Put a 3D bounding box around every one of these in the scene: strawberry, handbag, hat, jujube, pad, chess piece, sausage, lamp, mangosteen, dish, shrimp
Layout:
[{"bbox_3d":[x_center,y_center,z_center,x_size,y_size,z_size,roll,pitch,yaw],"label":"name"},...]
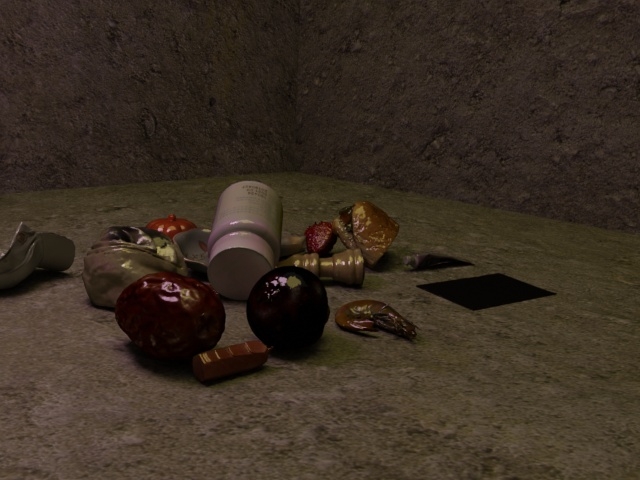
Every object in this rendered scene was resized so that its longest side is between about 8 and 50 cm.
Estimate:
[{"bbox_3d":[0.005,0.000,2.313,0.131,0.131,0.148,-3,37,-24],"label":"strawberry"},{"bbox_3d":[-0.147,0.019,2.266,0.173,0.095,0.117,-2,-3,-43],"label":"handbag"},{"bbox_3d":[-0.863,0.071,1.851,0.258,0.168,0.301,-12,-19,28],"label":"hat"},{"bbox_3d":[-0.332,0.166,1.410,0.290,0.197,0.197,7,13,41],"label":"jujube"},{"bbox_3d":[0.517,0.154,2.010,0.368,0.007,0.248,-5,15,-32],"label":"pad"},{"bbox_3d":[-0.024,0.084,1.993,0.307,0.124,0.138,-2,45,-4],"label":"chess piece"},{"bbox_3d":[-0.180,0.248,1.351,0.169,0.065,0.065,-7,17,-38],"label":"sausage"},{"bbox_3d":[-0.493,-0.007,2.132,0.188,0.163,0.187,4,11,-1],"label":"lamp"},{"bbox_3d":[-0.071,0.160,1.496,0.210,0.209,0.210,3,14,-1],"label":"mangosteen"},{"bbox_3d":[-0.359,0.052,2.030,0.230,0.081,0.229,14,29,-8],"label":"dish"},{"bbox_3d":[0.142,0.200,1.632,0.249,0.068,0.150,9,26,43],"label":"shrimp"}]

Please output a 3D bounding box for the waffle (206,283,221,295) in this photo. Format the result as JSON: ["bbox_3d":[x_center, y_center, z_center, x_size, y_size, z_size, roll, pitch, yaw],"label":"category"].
[{"bbox_3d":[-0.319,0.146,1.824,0.075,0.029,0.083,-3,17,-20],"label":"waffle"}]

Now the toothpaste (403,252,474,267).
[{"bbox_3d":[0.410,0.070,2.247,0.301,0.048,0.075,2,-16,-34],"label":"toothpaste"}]

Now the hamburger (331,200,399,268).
[{"bbox_3d":[0.150,-0.046,2.264,0.209,0.162,0.330,41,20,-7],"label":"hamburger"}]

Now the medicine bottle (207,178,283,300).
[{"bbox_3d":[-0.222,-0.009,1.915,0.214,0.213,0.378,2,33,-2],"label":"medicine bottle"}]

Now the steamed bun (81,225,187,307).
[{"bbox_3d":[-0.516,0.059,1.778,0.275,0.206,0.320,-7,13,-29],"label":"steamed bun"}]
